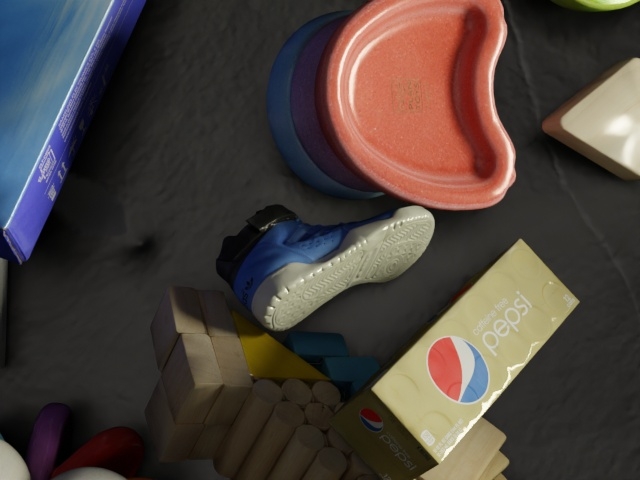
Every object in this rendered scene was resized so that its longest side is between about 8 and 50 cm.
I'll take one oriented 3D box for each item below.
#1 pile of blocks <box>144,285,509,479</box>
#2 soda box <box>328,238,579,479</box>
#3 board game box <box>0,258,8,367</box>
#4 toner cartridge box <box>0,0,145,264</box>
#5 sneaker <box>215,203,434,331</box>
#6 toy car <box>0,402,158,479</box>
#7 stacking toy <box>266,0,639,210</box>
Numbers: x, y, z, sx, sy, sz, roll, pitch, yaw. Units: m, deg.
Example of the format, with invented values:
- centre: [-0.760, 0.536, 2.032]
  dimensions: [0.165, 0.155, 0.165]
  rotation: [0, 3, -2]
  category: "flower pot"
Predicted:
- centre: [0.029, 0.169, 0.770]
  dimensions: [0.362, 0.149, 0.112]
  rotation: [39, 129, 13]
  category: "pile of blocks"
- centre: [0.089, 0.076, 0.741]
  dimensions: [0.061, 0.058, 0.181]
  rotation: [48, 51, 4]
  category: "soda box"
- centre: [-0.373, -0.006, 0.802]
  dimensions: [0.305, 0.053, 0.192]
  rotation: [-1, 83, 0]
  category: "board game box"
- centre: [-0.207, -0.175, 0.771]
  dimensions: [0.165, 0.075, 0.347]
  rotation: [19, 72, 1]
  category: "toner cartridge box"
- centre: [0.000, -0.001, 0.795]
  dimensions: [0.152, 0.058, 0.084]
  rotation: [-28, 50, -25]
  category: "sneaker"
- centre: [-0.176, 0.171, 0.751]
  dimensions: [0.182, 0.159, 0.136]
  rotation: [16, 50, 2]
  category: "toy car"
- centre: [0.095, -0.170, 0.814]
  dimensions: [0.280, 0.130, 0.308]
  rotation: [6, 87, -25]
  category: "stacking toy"
